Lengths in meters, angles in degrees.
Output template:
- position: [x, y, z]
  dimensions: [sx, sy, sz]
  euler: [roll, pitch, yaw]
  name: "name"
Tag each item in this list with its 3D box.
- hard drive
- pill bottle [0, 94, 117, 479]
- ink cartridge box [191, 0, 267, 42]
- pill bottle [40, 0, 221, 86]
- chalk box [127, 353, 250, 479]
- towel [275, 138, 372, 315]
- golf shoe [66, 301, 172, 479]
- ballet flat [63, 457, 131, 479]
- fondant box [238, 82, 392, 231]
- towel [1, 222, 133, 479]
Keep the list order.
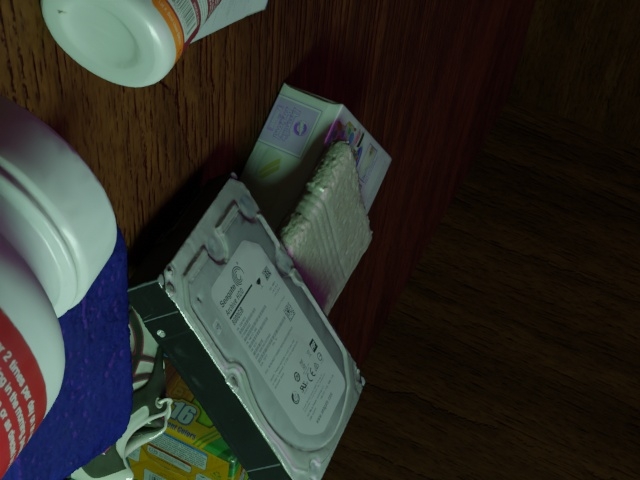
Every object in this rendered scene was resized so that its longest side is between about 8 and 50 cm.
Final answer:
- position: [-0.078, 0.117, 1.737]
  dimensions: [0.339, 0.064, 0.237]
  euler: [58, 34, -20]
  name: "hard drive"
- position: [-0.296, 0.099, 0.846]
  dimensions: [0.407, 0.229, 0.229]
  euler: [-57, 166, -35]
  name: "pill bottle"
- position: [-0.082, -0.309, 1.453]
  dimensions: [0.208, 0.045, 0.206]
  euler: [-41, 153, -62]
  name: "ink cartridge box"
- position: [-0.124, -0.241, 1.208]
  dimensions: [0.221, 0.121, 0.121]
  euler: [-59, 167, -32]
  name: "pill bottle"
- position: [-0.132, 0.195, 1.939]
  dimensions: [0.179, 0.180, 0.289]
  euler: [101, 16, -49]
  name: "chalk box"
- position: [0.000, 0.000, 1.963]
  dimensions: [0.187, 0.049, 0.282]
  euler: [-60, 161, -21]
  name: "towel"
- position: [-0.210, 0.164, 1.666]
  dimensions: [0.105, 0.120, 0.273]
  euler: [94, 22, -57]
  name: "golf shoe"
- position: [-0.293, 0.285, 1.675]
  dimensions: [0.232, 0.073, 0.080]
  euler: [-19, 94, -73]
  name: "ballet flat"
- position: [-0.018, -0.061, 2.066]
  dimensions: [0.238, 0.096, 0.330]
  euler: [-65, 164, -3]
  name: "fondant box"
- position: [-0.273, 0.116, 1.177]
  dimensions: [0.308, 0.076, 0.227]
  euler: [-28, 126, -53]
  name: "towel"
